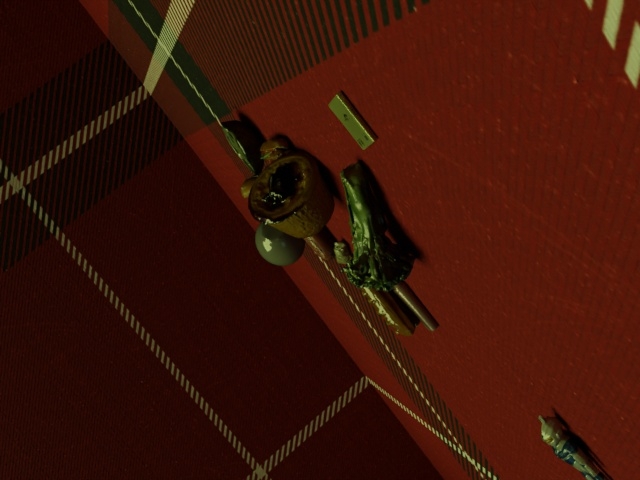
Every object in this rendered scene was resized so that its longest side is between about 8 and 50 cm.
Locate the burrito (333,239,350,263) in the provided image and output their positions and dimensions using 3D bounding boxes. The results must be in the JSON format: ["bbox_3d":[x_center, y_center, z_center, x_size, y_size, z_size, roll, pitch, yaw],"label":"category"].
[{"bbox_3d":[0.066,0.040,2.141,0.055,0.041,0.149,49,171,20],"label":"burrito"}]

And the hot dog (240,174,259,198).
[{"bbox_3d":[-0.150,-0.168,2.058,0.249,0.100,0.068,-7,96,50],"label":"hot dog"}]

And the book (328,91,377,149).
[{"bbox_3d":[0.060,-0.222,1.311,0.111,0.014,0.077,51,168,-4],"label":"book"}]

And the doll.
[{"bbox_3d":[0.536,0.457,1.512,0.227,0.057,0.114,50,174,-5],"label":"doll"}]

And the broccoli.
[{"bbox_3d":[0.107,-0.031,1.520,0.165,0.145,0.304,-75,-31,-54],"label":"broccoli"}]

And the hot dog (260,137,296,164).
[{"bbox_3d":[-0.121,-0.235,1.933,0.092,0.062,0.235,49,171,-10],"label":"hot dog"}]

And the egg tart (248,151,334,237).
[{"bbox_3d":[-0.065,-0.107,1.789,0.171,0.215,0.215,40,180,-43],"label":"egg tart"}]

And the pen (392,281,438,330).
[{"bbox_3d":[0.234,0.155,1.842,0.197,0.032,0.053,49,171,-3],"label":"pen"}]

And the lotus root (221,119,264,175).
[{"bbox_3d":[-0.221,-0.292,2.133,0.183,0.078,0.203,52,172,26],"label":"lotus root"}]

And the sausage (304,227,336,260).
[{"bbox_3d":[0.000,0.000,2.199,0.141,0.076,0.076,53,170,-1],"label":"sausage"}]

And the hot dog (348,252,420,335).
[{"bbox_3d":[0.168,0.138,1.885,0.269,0.115,0.072,53,136,2],"label":"hot dog"}]

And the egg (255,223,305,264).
[{"bbox_3d":[-0.142,0.004,2.547,0.176,0.176,0.232,45,170,30],"label":"egg"}]
